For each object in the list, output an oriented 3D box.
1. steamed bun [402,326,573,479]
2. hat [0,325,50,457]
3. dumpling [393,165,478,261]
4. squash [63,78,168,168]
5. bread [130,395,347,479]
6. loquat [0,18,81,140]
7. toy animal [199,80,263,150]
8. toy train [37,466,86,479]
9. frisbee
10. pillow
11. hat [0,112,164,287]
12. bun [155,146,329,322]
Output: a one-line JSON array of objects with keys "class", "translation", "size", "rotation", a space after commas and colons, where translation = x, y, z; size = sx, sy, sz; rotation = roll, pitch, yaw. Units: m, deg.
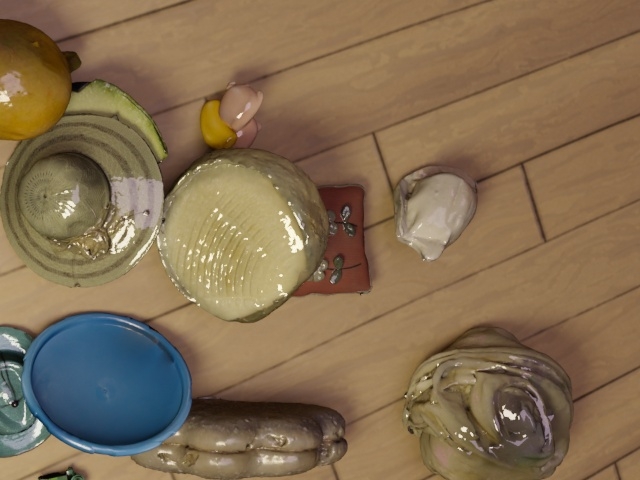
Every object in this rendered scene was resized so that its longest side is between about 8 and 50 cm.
[{"class": "steamed bun", "translation": [0.296, 0.282, 1.752], "size": [0.280, 0.207, 0.268], "rotation": [-28, 101, -21]}, {"class": "hat", "translation": [-0.436, 0.215, 1.512], "size": [0.138, 0.078, 0.190], "rotation": [-25, 101, -23]}, {"class": "dumpling", "translation": [0.180, -0.053, 1.749], "size": [0.136, 0.118, 0.199], "rotation": [32, 51, -6]}, {"class": "squash", "translation": [-0.319, -0.133, 1.558], "size": [0.192, 0.085, 0.184], "rotation": [-37, 79, 7]}, {"class": "bread", "translation": [-0.109, 0.296, 1.599], "size": [0.337, 0.183, 0.102], "rotation": [3, 93, -20]}, {"class": "loquat", "translation": [-0.414, -0.219, 1.469], "size": [0.172, 0.149, 0.204], "rotation": [43, 46, 22]}, {"class": "toy animal", "translation": [-0.129, -0.181, 1.638], "size": [0.082, 0.091, 0.114], "rotation": [27, 94, -49]}, {"class": "toy train", "translation": [-0.368, 0.401, 1.564], "size": [0.071, 0.038, 0.147], "rotation": [-5, 92, -30]}, {"class": "frisbee", "translation": [-0.300, 0.204, 1.527], "size": [0.242, 0.045, 0.242], "rotation": [13, 43, -13]}, {"class": "pillow", "translation": [0.000, 0.000, 1.690], "size": [0.171, 0.075, 0.179], "rotation": [-2, 91, -21]}, {"class": "hat", "translation": [-0.343, -0.058, 1.463], "size": [0.252, 0.110, 0.252], "rotation": [0, 91, 12]}, {"class": "bun", "translation": [-0.106, -0.018, 1.587], "size": [0.259, 0.152, 0.259], "rotation": [5, 105, 20]}]
